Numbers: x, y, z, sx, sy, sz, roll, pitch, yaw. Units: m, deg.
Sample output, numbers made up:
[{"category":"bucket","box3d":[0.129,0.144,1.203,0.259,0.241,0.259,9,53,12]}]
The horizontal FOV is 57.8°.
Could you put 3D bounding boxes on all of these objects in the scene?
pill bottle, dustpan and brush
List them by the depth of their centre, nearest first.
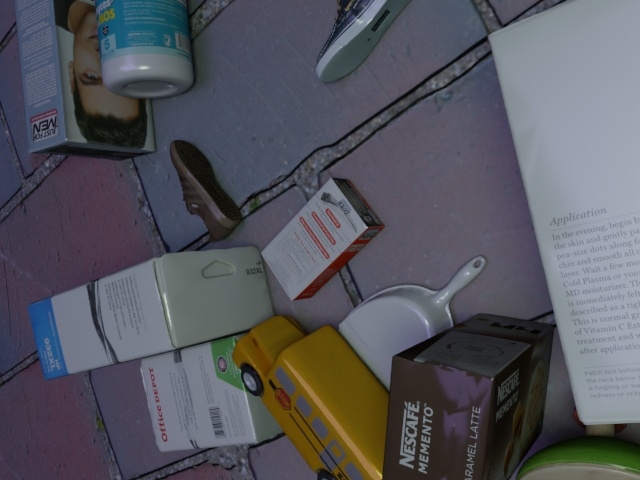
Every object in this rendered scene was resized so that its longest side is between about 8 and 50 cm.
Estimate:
[{"category":"dustpan and brush","box3d":[0.135,0.097,0.755,0.147,0.060,0.211,49,123,20]},{"category":"pill bottle","box3d":[-0.292,-0.378,0.949,0.146,0.146,0.264,-7,88,33]}]

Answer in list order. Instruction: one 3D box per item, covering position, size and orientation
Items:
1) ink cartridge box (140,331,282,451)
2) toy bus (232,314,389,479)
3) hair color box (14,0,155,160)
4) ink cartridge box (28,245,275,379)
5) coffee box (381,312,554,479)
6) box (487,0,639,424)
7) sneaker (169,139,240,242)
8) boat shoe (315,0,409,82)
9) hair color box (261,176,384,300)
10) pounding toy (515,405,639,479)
[{"category":"ink cartridge box","box3d":[-0.173,0.243,0.934,0.219,0.092,0.160,-17,83,33]},{"category":"toy bus","box3d":[0.022,0.234,0.774,0.333,0.108,0.130,49,138,21]},{"category":"hair color box","box3d":[-0.407,-0.336,1.002,0.113,0.185,0.374,-6,90,33]},{"category":"ink cartridge box","box3d":[-0.261,0.112,0.907,0.307,0.223,0.129,-18,83,33]},{"category":"coffee box","box3d":[0.167,0.169,0.616,0.098,0.246,0.141,7,96,32]},{"category":"box","box3d":[0.302,-0.036,0.535,0.168,0.215,0.345,-14,84,33]},{"category":"sneaker","box3d":[-0.207,-0.081,0.955,0.071,0.066,0.188,-45,69,28]},{"category":"boat shoe","box3d":[0.045,-0.305,0.785,0.183,0.065,0.083,-46,67,19]},{"category":"hair color box","box3d":[0.000,0.000,0.833,0.167,0.053,0.093,-45,68,28]},{"category":"pounding toy","box3d":[0.328,0.240,0.591,0.236,0.110,0.183,11,136,19]}]
